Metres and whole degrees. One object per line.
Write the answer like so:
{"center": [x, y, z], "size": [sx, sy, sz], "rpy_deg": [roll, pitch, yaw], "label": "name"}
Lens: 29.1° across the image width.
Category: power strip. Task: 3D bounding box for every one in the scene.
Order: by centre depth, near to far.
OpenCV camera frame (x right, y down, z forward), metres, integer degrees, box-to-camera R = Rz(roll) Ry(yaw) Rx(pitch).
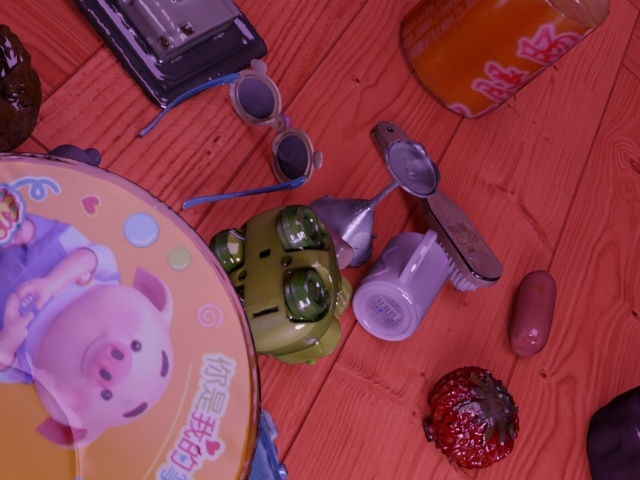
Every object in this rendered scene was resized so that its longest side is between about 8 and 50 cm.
{"center": [-0.207, -0.335, 1.734], "size": [0.257, 0.092, 0.251], "rpy_deg": [52, 37, -2], "label": "power strip"}

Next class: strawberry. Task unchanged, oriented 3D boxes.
{"center": [0.210, 0.235, 1.653], "size": [0.145, 0.086, 0.145], "rpy_deg": [21, 48, -25], "label": "strawberry"}

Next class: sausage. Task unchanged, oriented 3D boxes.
{"center": [0.322, 0.108, 1.866], "size": [0.062, 0.062, 0.154], "rpy_deg": [36, 42, -13], "label": "sausage"}
{"center": [0.305, -0.369, 2.056], "size": [0.233, 0.287, 0.233], "rpy_deg": [21, 52, -30], "label": "sausage"}

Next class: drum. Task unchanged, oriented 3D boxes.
{"center": [-0.279, 0.148, 1.089], "size": [0.431, 0.214, 0.431], "rpy_deg": [5, 75, -19], "label": "drum"}

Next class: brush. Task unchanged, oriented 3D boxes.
{"center": [0.163, -0.048, 1.864], "size": [0.070, 0.065, 0.327], "rpy_deg": [-8, 55, -37], "label": "brush"}

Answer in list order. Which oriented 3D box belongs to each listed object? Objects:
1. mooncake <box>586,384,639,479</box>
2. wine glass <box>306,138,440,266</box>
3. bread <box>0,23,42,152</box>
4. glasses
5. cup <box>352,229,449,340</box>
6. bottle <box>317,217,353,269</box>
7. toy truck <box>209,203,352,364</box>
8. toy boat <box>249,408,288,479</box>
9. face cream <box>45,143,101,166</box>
{"center": [0.528, 0.337, 1.809], "size": [0.283, 0.141, 0.283], "rpy_deg": [25, 44, -27], "label": "mooncake"}
{"center": [0.072, -0.056, 1.686], "size": [0.122, 0.183, 0.122], "rpy_deg": [22, 47, -25], "label": "wine glass"}
{"center": [-0.429, -0.189, 1.405], "size": [0.230, 0.123, 0.230], "rpy_deg": [21, 47, -24], "label": "bread"}
{"center": [-0.133, -0.126, 1.677], "size": [0.220, 0.088, 0.190], "rpy_deg": [-26, 78, -28], "label": "glasses"}
{"center": [0.109, 0.047, 1.681], "size": [0.099, 0.136, 0.133], "rpy_deg": [9, 36, 24], "label": "cup"}
{"center": [0.000, 0.000, 1.656], "size": [0.045, 0.045, 0.096], "rpy_deg": [-12, 39, -45], "label": "bottle"}
{"center": [-0.034, 0.073, 1.538], "size": [0.211, 0.148, 0.187], "rpy_deg": [54, 29, -36], "label": "toy truck"}
{"center": [-0.099, 0.226, 1.409], "size": [0.215, 0.088, 0.102], "rpy_deg": [60, 8, 15], "label": "toy boat"}
{"center": [-0.341, -0.029, 1.377], "size": [0.092, 0.092, 0.311], "rpy_deg": [44, 41, -4], "label": "face cream"}
